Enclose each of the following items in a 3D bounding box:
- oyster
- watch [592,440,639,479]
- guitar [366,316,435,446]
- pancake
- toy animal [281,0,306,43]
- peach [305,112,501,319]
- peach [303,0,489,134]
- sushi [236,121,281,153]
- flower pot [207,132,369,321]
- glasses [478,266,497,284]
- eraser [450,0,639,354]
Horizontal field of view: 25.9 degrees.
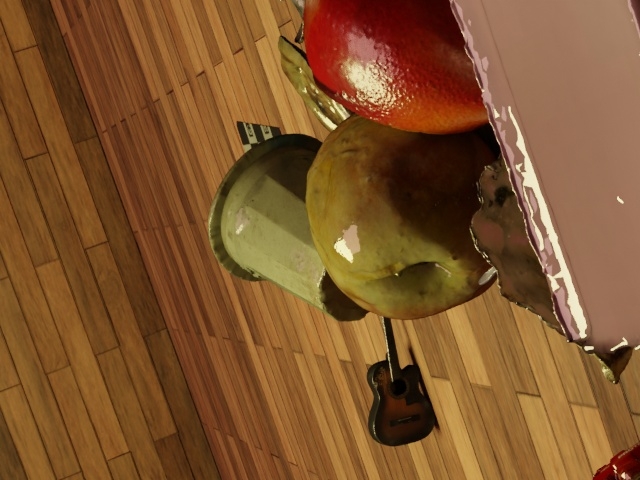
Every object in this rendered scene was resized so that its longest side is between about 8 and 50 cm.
[{"bbox_3d":[0.214,0.014,1.225,0.209,0.133,0.072,36,171,-2],"label":"oyster"},{"bbox_3d":[0.343,0.292,1.216,0.268,0.102,0.165,58,168,6],"label":"watch"},{"bbox_3d":[0.092,0.156,1.836,0.025,0.088,0.233,174,86,-71],"label":"guitar"},{"bbox_3d":[0.021,-0.151,1.634,0.235,0.029,0.212,48,177,42],"label":"pancake"},{"bbox_3d":[-0.017,-0.308,1.589,0.155,0.095,0.219,61,160,13],"label":"toy animal"},{"bbox_3d":[0.088,-0.047,1.413,0.214,0.214,0.235,94,165,-54],"label":"peach"},{"bbox_3d":[0.075,-0.195,1.335,0.267,0.154,0.158,-130,27,-49],"label":"peach"},{"bbox_3d":[-0.094,-0.083,2.146,0.215,0.051,0.192,16,124,69],"label":"sushi"},{"bbox_3d":[0.000,0.000,1.756,0.203,0.212,0.212,36,145,40],"label":"flower pot"},{"bbox_3d":[0.201,0.012,1.274,0.062,0.104,0.140,-136,34,-57],"label":"glasses"},{"bbox_3d":[0.228,-0.102,1.045,0.359,0.122,0.272,69,161,-3],"label":"eraser"}]
